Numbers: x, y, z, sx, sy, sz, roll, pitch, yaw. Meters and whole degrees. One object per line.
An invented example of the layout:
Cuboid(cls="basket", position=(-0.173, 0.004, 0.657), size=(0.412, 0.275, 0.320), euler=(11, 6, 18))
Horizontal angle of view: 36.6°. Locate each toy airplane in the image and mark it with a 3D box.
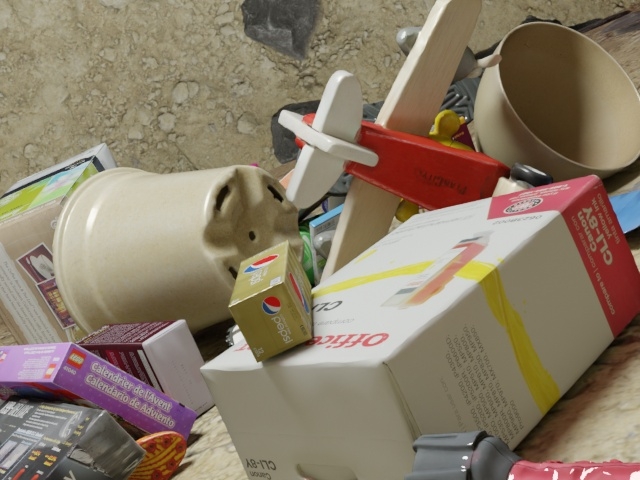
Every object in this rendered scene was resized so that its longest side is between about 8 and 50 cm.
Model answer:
Cuboid(cls="toy airplane", position=(0.113, -0.117, 1.404), size=(0.386, 0.384, 0.272), euler=(-26, 22, -2))

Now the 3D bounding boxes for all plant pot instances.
Cuboid(cls="plant pot", position=(-0.205, 0.014, 1.575), size=(0.305, 0.334, 0.334), euler=(-12, 16, 39))
Cuboid(cls="plant pot", position=(0.365, -0.190, 1.605), size=(0.284, 0.284, 0.191), euler=(-33, -10, -36))

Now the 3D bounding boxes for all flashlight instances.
Cuboid(cls="flashlight", position=(0.200, 0.164, 0.659), size=(0.304, 0.103, 0.103), euler=(-9, 52, 37))

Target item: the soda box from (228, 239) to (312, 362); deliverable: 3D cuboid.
Cuboid(cls="soda box", position=(-0.046, 0.055, 0.953), size=(0.058, 0.061, 0.181), euler=(-25, 11, 5))

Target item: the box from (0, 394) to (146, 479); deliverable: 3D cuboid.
Cuboid(cls="box", position=(-0.363, 0.296, 1.102), size=(0.307, 0.076, 0.242), euler=(-8, 37, 53))

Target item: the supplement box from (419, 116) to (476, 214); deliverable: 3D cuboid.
Cuboid(cls="supplement box", position=(0.208, -0.095, 1.589), size=(0.080, 0.188, 0.104), euler=(-31, 14, -38))

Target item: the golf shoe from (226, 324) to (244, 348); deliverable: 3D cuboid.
Cuboid(cls="golf shoe", position=(-0.076, 0.138, 1.401), size=(0.093, 0.077, 0.198), euler=(-21, 13, 11))

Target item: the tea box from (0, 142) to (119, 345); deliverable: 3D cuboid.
Cuboid(cls="tea box", position=(-0.453, 0.046, 1.816), size=(0.219, 0.329, 0.323), euler=(-22, 21, 11))

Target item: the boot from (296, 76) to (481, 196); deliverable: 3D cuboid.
Cuboid(cls="boot", position=(0.110, -0.154, 1.862), size=(0.367, 0.146, 0.445), euler=(-25, -5, -9))

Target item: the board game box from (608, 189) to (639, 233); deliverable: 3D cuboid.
Cuboid(cls="board game box", position=(0.402, -0.022, 1.286), size=(0.133, 0.033, 0.168), euler=(-38, 13, -34))

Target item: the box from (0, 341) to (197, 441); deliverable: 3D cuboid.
Cuboid(cls="box", position=(-0.324, 0.207, 1.285), size=(0.293, 0.201, 0.057), euler=(-9, 52, 50))

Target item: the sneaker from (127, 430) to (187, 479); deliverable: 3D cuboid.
Cuboid(cls="sneaker", position=(-0.240, 0.275, 1.142), size=(0.175, 0.064, 0.067), euler=(-28, 16, -20))

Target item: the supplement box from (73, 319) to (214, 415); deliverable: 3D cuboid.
Cuboid(cls="supplement box", position=(-0.255, 0.188, 1.393), size=(0.073, 0.130, 0.239), euler=(-32, 15, -37))

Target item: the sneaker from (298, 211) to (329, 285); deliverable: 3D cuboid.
Cuboid(cls="sneaker", position=(0.000, 0.000, 1.771), size=(0.123, 0.109, 0.295), euler=(-24, 11, 18))

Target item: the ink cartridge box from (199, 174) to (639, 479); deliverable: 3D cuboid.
Cuboid(cls="ink cartridge box", position=(0.113, 0.098, 0.997), size=(0.279, 0.160, 0.384), euler=(-11, 18, 48))

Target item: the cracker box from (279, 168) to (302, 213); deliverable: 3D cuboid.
Cuboid(cls="cracker box", position=(-0.065, -0.063, 1.813), size=(0.155, 0.067, 0.232), euler=(-40, -2, 10))

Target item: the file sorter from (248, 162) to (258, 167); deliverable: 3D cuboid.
Cuboid(cls="file sorter", position=(-0.254, -0.022, 2.181), size=(0.202, 0.182, 0.290), euler=(-18, 12, 32))

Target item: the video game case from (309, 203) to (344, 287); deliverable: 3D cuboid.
Cuboid(cls="video game case", position=(0.038, 0.009, 1.575), size=(0.119, 0.166, 0.015), euler=(-30, 49, -24))

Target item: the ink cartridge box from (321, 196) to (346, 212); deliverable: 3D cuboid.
Cuboid(cls="ink cartridge box", position=(0.103, -0.162, 2.149), size=(0.224, 0.045, 0.223), euler=(-29, -25, -11))
